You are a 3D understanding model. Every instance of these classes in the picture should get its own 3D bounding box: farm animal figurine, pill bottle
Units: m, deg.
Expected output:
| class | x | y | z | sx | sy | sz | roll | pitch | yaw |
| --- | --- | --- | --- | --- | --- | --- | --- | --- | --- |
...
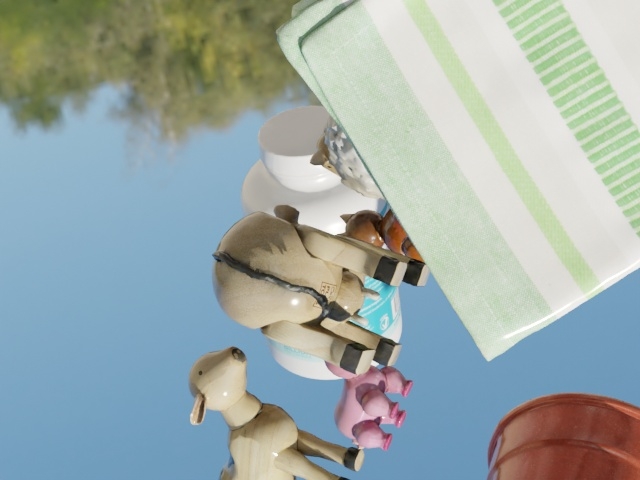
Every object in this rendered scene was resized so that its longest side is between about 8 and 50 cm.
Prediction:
| class | x | y | z | sx | sy | sz | roll | pitch | yaw |
| --- | --- | --- | --- | --- | --- | --- | --- | --- | --- |
| farm animal figurine | -0.015 | 0.055 | 1.245 | 0.172 | 0.330 | 0.327 | 21 | 166 | 14 |
| pill bottle | 0.000 | 0.000 | 1.580 | 0.146 | 0.264 | 0.146 | -6 | -145 | 4 |

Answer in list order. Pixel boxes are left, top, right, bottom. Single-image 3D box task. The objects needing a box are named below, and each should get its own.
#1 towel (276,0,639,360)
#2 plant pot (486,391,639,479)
| class | x | y | z | sx | sy | sz | roll | pitch | yaw |
| --- | --- | --- | --- | --- | --- | --- | --- | --- | --- |
| towel | 0.170 | -0.114 | 0.933 | 0.324 | 0.248 | 0.038 | -33 | -176 | 8 |
| plant pot | 0.286 | 0.362 | 1.787 | 0.272 | 0.272 | 0.265 | -5 | -146 | 28 |
